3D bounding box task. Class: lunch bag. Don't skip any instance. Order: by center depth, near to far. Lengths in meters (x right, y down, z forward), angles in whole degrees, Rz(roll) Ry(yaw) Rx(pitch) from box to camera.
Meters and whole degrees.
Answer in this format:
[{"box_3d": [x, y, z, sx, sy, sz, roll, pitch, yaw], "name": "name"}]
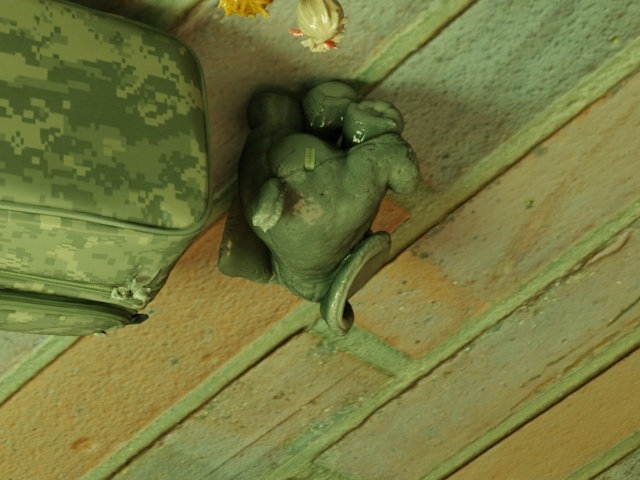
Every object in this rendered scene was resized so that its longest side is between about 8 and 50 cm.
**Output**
[{"box_3d": [-0.252, -0.038, 0.995, 0.305, 0.212, 0.256, 9, 147, -27], "name": "lunch bag"}]

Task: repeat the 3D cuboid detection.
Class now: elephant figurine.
[{"box_3d": [0.000, 0.000, 1.143, 0.186, 0.169, 0.239, -10, 134, -18], "name": "elephant figurine"}]

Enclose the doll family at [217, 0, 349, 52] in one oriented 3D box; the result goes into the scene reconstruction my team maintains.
[{"box_3d": [-0.039, -0.236, 0.881, 0.118, 0.163, 0.263, 0, 138, 1], "name": "doll family"}]
